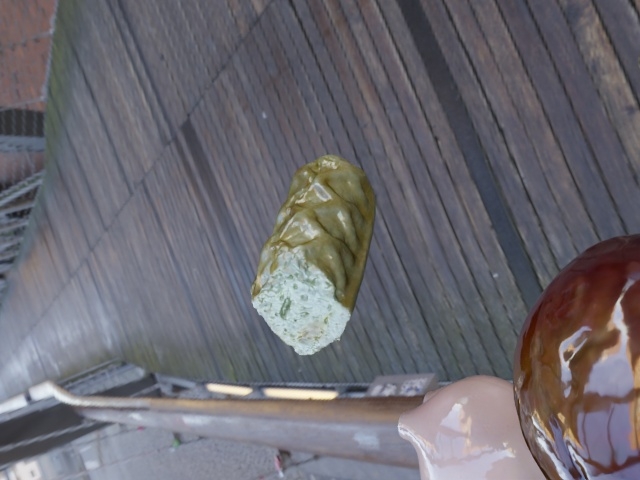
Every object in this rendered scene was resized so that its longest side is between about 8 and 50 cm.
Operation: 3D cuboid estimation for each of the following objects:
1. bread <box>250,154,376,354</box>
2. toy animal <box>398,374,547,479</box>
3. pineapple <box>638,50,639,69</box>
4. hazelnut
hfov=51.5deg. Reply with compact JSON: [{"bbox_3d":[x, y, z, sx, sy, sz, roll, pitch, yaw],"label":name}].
[{"bbox_3d":[0.000,0.000,0.853,0.129,0.268,0.152,13,132,5],"label":"bread"},{"bbox_3d":[0.234,0.324,0.810,0.269,0.237,0.327,4,114,43],"label":"toy animal"},{"bbox_3d":[0.519,-0.240,0.873,0.108,0.197,0.108,173,90,-69],"label":"pineapple"},{"bbox_3d":[0.230,0.106,0.383,0.229,0.229,0.230,34,134,44],"label":"hazelnut"}]
